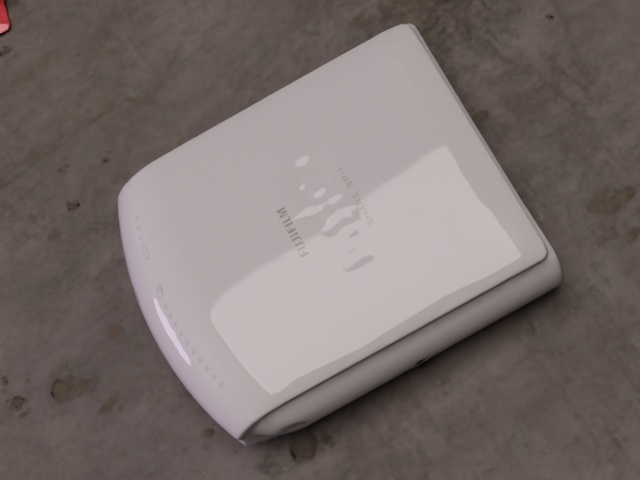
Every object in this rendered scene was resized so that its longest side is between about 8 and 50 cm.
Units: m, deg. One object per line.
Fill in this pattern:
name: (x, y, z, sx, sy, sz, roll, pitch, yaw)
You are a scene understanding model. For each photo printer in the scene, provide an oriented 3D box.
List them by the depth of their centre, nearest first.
photo printer: (0.000, 0.000, 1.197, 0.308, 0.107, 0.256, -29, 70, 1)

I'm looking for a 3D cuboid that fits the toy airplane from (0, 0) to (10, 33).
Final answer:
toy airplane: (-0.349, -0.214, 1.372, 0.151, 0.028, 0.151, -3, 74, 10)
